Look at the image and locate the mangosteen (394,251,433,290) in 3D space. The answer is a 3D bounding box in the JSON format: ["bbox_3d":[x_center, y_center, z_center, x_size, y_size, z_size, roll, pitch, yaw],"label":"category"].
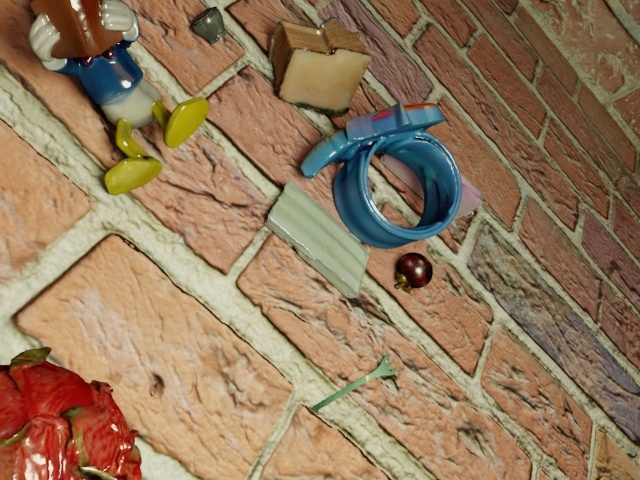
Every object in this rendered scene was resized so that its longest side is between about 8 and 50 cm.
[{"bbox_3d":[0.197,0.065,1.267,0.080,0.081,0.081,21,54,-32],"label":"mangosteen"}]

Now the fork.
[{"bbox_3d":[0.074,0.258,1.086,0.235,0.021,0.039,-18,76,-46],"label":"fork"}]

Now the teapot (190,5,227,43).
[{"bbox_3d":[-0.219,-0.431,1.205,0.057,0.066,0.088,53,16,-33],"label":"teapot"}]

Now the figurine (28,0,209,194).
[{"bbox_3d":[-0.356,-0.281,0.900,0.204,0.283,0.338,-39,72,-7],"label":"figurine"}]

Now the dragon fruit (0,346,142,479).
[{"bbox_3d":[-0.325,0.240,0.585,0.298,0.244,0.245,-11,73,-25],"label":"dragon fruit"}]

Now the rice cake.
[{"bbox_3d":[0.000,0.000,1.155,0.237,0.043,0.127,40,47,-17],"label":"rice cake"}]

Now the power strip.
[{"bbox_3d":[0.265,-0.149,1.430,0.279,0.109,0.038,38,45,-19],"label":"power strip"}]

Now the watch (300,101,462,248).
[{"bbox_3d":[0.126,-0.115,1.219,0.305,0.241,0.275,-21,90,-22],"label":"watch"}]

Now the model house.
[{"bbox_3d":[-0.015,-0.394,1.306,0.182,0.166,0.172,4,47,-24],"label":"model house"}]
